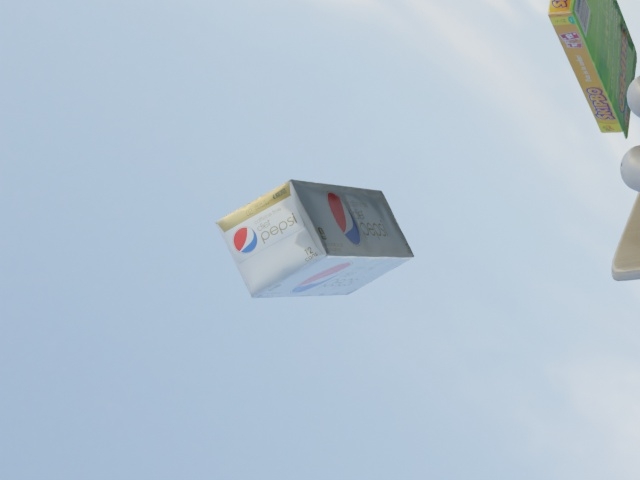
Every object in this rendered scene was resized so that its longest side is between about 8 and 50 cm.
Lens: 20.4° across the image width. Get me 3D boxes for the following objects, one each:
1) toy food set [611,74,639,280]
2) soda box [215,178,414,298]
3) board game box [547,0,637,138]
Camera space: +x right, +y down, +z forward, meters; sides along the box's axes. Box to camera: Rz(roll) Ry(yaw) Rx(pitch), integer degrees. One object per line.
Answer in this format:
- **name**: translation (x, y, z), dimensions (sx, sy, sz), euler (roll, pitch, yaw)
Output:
- **toy food set**: translation (0.215, -0.158, 1.133), dimensions (0.220, 0.092, 0.306), euler (-57, -32, -51)
- **soda box**: translation (0.000, 0.000, 1.440), dimensions (0.069, 0.074, 0.216), euler (64, -162, 10)
- **board game box**: translation (0.310, -0.229, 1.999), dimensions (0.259, 0.039, 0.124), euler (50, -136, -51)
